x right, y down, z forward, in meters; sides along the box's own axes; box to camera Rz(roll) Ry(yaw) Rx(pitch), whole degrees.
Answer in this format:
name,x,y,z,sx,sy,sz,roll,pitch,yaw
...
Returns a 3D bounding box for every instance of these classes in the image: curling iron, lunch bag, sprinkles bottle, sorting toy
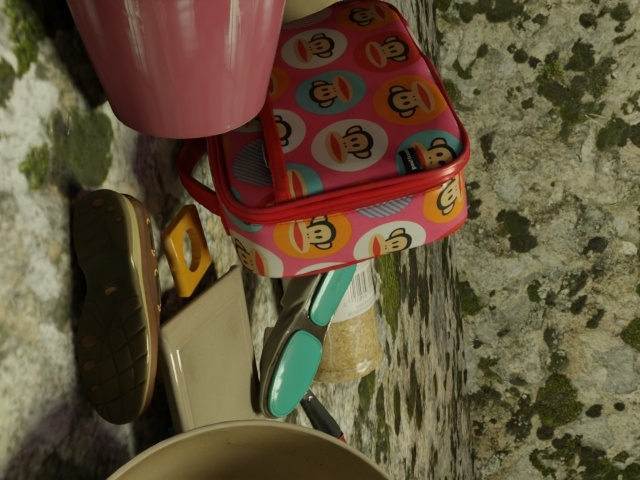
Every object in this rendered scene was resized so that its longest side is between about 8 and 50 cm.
name,x,y,z,sx,sy,sz,roll,pitch,yaw
curling iron,0.019,0.299,1.060,0.068,0.035,0.274,-73,154,-45
lunch bag,-0.013,-0.104,0.702,0.120,0.258,0.293,78,-3,-48
sprinkles bottle,0.000,0.000,0.916,0.121,0.121,0.356,-50,135,-63
sorting toy,-0.110,0.135,0.695,0.196,0.047,0.348,-52,136,-69

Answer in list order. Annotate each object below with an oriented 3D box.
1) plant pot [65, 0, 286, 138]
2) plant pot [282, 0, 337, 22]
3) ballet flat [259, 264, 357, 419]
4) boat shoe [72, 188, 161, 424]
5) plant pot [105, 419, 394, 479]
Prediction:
name,x,y,z,sx,sy,sz,roll,pitch,yaw
plant pot,-0.107,-0.187,0.550,0.201,0.201,0.180,-69,165,-50
plant pot,-0.060,-0.392,0.662,0.274,0.256,0.257,44,44,-42
ballet flat,-0.025,0.094,0.808,0.072,0.068,0.213,43,65,-43
boat shoe,-0.148,0.050,0.563,0.060,0.064,0.178,3,82,-69
plant pot,-0.067,0.290,0.528,0.191,0.284,0.284,128,-28,-60
